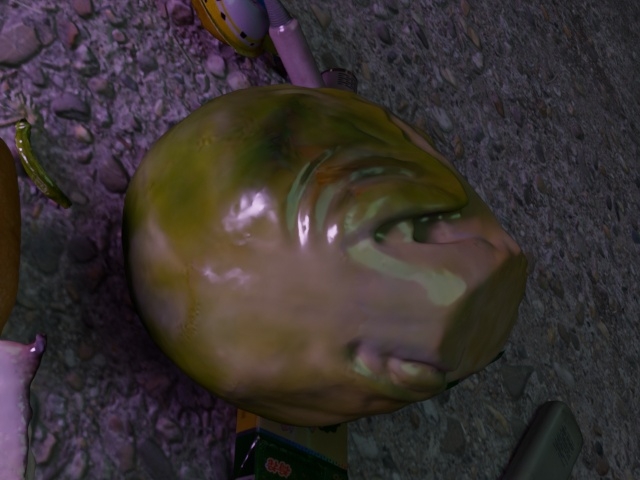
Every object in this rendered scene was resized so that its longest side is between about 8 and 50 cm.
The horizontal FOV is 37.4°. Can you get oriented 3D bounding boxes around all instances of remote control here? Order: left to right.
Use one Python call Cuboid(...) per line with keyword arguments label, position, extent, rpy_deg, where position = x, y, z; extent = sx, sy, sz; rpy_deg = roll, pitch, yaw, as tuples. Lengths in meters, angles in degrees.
Cuboid(label="remote control", position=(0.288, 0.311, 1.245), extent=(0.090, 0.038, 0.309), rpy_deg=(62, 34, -7))

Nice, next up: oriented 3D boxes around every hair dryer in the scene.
Cuboid(label="hair dryer", position=(-0.014, -0.168, 1.059), extent=(0.220, 0.054, 0.195), rpy_deg=(59, 29, -49))

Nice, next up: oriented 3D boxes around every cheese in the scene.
Cuboid(label="cheese", position=(-0.082, -0.263, 1.073), extent=(0.250, 0.064, 0.156), rpy_deg=(31, 46, -56))

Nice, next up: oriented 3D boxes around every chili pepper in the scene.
Cuboid(label="chili pepper", position=(-0.232, -0.063, 0.784), extent=(0.030, 0.017, 0.083), rpy_deg=(-26, 91, -58))

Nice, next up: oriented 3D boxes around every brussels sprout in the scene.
Cuboid(label="brussels sprout", position=(0.000, 0.000, 0.798), extent=(0.268, 0.344, 0.344), rpy_deg=(93, 8, -46))

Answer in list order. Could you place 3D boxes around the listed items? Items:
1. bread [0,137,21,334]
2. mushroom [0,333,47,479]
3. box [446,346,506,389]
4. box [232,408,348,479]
Cuboid(label="bread", position=(-0.302, -0.016, 0.569), extent=(0.245, 0.121, 0.174), rpy_deg=(23, 51, -48))
Cuboid(label="mushroom", position=(-0.246, 0.179, 0.541), extent=(0.173, 0.162, 0.236), rpy_deg=(-1, 81, -17))
Cuboid(label="box", position=(0.109, 0.078, 1.057), extent=(0.250, 0.103, 0.180), rpy_deg=(0, 70, -66))
Cuboid(label="box", position=(-0.024, 0.158, 0.915), extent=(0.132, 0.034, 0.235), rpy_deg=(34, 45, -39))
